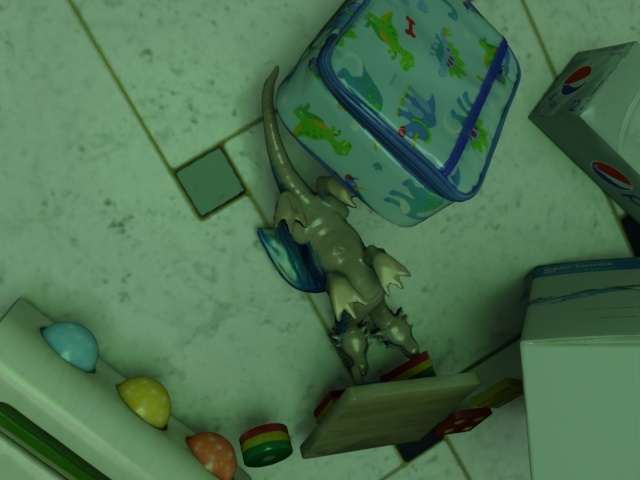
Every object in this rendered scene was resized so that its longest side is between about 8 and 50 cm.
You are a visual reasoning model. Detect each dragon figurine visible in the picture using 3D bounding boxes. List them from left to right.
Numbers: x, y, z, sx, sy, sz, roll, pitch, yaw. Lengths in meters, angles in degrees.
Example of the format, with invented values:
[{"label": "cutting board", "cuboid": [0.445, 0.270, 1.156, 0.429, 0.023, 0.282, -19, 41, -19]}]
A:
[{"label": "dragon figurine", "cuboid": [0.000, 0.000, 0.663, 0.085, 0.144, 0.289, -33, 90, -14]}]

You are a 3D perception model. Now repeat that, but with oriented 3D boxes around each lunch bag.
[{"label": "lunch bag", "cuboid": [0.078, -0.130, 0.618, 0.176, 0.090, 0.219, 43, 49, -14]}]

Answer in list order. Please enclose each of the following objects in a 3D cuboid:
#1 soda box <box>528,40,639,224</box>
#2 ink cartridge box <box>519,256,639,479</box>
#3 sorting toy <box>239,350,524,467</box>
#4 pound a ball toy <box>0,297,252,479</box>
[{"label": "soda box", "cuboid": [0.352, -0.067, 0.737, 0.286, 0.098, 0.091, 39, 88, -15]}, {"label": "ink cartridge box", "cuboid": [0.274, 0.125, 0.651, 0.168, 0.232, 0.171, -5, 101, 20]}, {"label": "sorting toy", "cuboid": [0.065, 0.149, 0.689, 0.274, 0.132, 0.046, -1, 54, -25]}, {"label": "pound a ball toy", "cuboid": [-0.156, 0.195, 0.595, 0.319, 0.208, 0.136, 42, 87, -15]}]
